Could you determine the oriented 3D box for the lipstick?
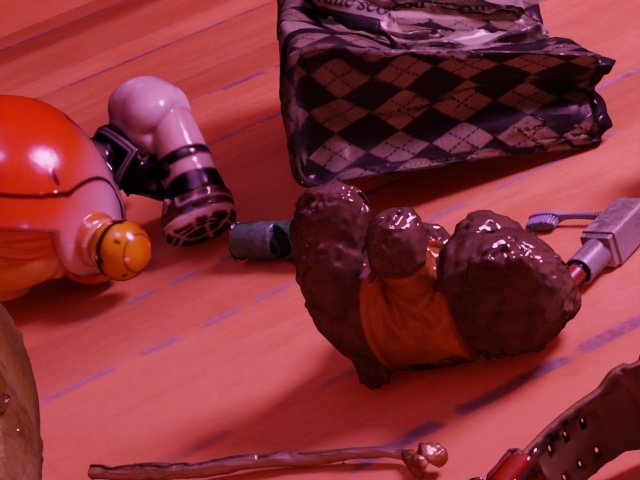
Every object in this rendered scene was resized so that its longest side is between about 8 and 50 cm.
[{"bbox_3d":[0.213,0.011,1.140,0.030,0.030,0.129,4,33,43],"label":"lipstick"}]

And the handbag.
[{"bbox_3d":[0.113,-0.189,1.520,0.317,0.180,0.416,-5,22,0],"label":"handbag"}]

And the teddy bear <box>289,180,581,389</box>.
[{"bbox_3d":[0.088,0.035,1.060,0.190,0.177,0.140,-6,70,31],"label":"teddy bear"}]

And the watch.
[{"bbox_3d":[0.161,0.146,0.806,0.268,0.102,0.165,-32,17,-10],"label":"watch"}]

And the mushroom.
[{"bbox_3d":[-0.042,0.155,1.021,0.286,0.028,0.026,-6,67,29],"label":"mushroom"}]

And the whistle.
[{"bbox_3d":[0.000,0.000,1.324,0.186,0.039,0.039,0,28,35],"label":"whistle"}]

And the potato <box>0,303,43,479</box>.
[{"bbox_3d":[-0.310,0.133,1.030,0.270,0.219,0.359,-39,35,-21],"label":"potato"}]

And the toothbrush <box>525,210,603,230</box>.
[{"bbox_3d":[0.254,-0.018,1.197,0.193,0.013,0.019,-2,34,36],"label":"toothbrush"}]

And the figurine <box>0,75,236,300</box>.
[{"bbox_3d":[-0.274,-0.054,1.453,0.323,0.196,0.320,-19,26,-28],"label":"figurine"}]
